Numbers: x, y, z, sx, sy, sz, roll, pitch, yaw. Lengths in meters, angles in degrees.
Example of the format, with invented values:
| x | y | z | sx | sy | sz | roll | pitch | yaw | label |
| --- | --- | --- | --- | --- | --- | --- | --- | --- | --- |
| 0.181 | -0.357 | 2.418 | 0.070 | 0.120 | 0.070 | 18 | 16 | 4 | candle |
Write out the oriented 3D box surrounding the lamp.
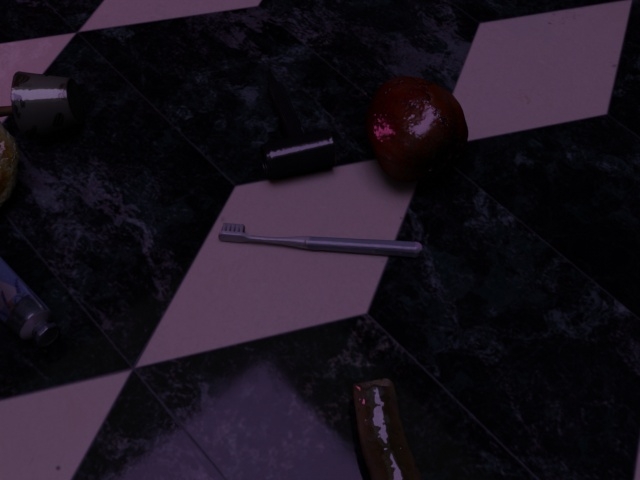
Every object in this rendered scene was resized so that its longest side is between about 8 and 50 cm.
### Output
| x | y | z | sx | sy | sz | roll | pitch | yaw | label |
| --- | --- | --- | --- | --- | --- | --- | --- | --- | --- |
| -0.535 | -0.235 | 1.309 | 0.215 | 0.121 | 0.121 | -5 | 58 | 4 | lamp |

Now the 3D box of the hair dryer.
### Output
| x | y | z | sx | sy | sz | roll | pitch | yaw | label |
| --- | --- | --- | --- | --- | --- | --- | --- | --- | --- |
| -0.073 | -0.218 | 1.372 | 0.128 | 0.070 | 0.255 | -16 | 53 | -13 | hair dryer |

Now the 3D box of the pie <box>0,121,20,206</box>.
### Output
| x | y | z | sx | sy | sz | roll | pitch | yaw | label |
| --- | --- | --- | --- | --- | --- | --- | --- | --- | --- |
| -0.619 | -0.136 | 1.241 | 0.248 | 0.090 | 0.201 | 25 | 80 | 5 | pie |

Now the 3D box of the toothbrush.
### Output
| x | y | z | sx | sy | sz | roll | pitch | yaw | label |
| --- | --- | --- | --- | --- | --- | --- | --- | --- | --- |
| 0.000 | 0.002 | 1.252 | 0.343 | 0.025 | 0.030 | 6 | 55 | 0 | toothbrush |

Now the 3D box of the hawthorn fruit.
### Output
| x | y | z | sx | sy | sz | roll | pitch | yaw | label |
| --- | --- | --- | --- | --- | --- | --- | --- | --- | --- |
| 0.149 | -0.214 | 1.312 | 0.181 | 0.181 | 0.235 | -30 | 64 | -21 | hawthorn fruit |

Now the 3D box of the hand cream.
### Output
| x | y | z | sx | sy | sz | roll | pitch | yaw | label |
| --- | --- | --- | --- | --- | --- | --- | --- | --- | --- |
| -0.507 | 0.067 | 1.154 | 0.271 | 0.058 | 0.091 | 39 | 101 | 19 | hand cream |

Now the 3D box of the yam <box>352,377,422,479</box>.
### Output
| x | y | z | sx | sy | sz | roll | pitch | yaw | label |
| --- | --- | --- | --- | --- | --- | --- | --- | --- | --- |
| 0.106 | 0.339 | 1.022 | 0.071 | 0.067 | 0.317 | -2 | 59 | -20 | yam |
